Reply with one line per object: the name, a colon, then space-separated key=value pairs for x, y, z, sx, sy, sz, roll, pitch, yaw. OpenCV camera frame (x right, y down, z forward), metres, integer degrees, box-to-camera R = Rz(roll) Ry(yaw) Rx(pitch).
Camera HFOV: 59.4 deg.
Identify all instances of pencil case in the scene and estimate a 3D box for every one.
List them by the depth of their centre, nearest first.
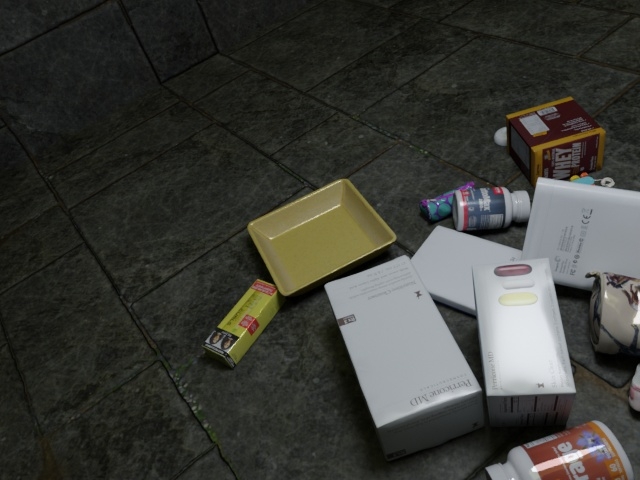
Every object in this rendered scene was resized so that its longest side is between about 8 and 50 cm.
pencil case: x=0.723 y=0.149 z=1.062 sx=0.410 sy=0.160 sz=0.183 roll=4 pitch=63 yaw=25
pencil case: x=0.352 y=-0.105 z=1.539 sx=0.152 sy=0.070 sz=0.064 roll=-23 pitch=42 yaw=-4

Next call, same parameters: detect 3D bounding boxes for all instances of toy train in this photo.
toy train: x=0.670 y=-0.101 z=1.435 sx=0.125 sy=0.046 sz=0.166 roll=28 pitch=63 yaw=38

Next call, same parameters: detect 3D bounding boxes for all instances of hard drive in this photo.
hard drive: x=0.615 y=0.007 z=1.167 sx=0.353 sy=0.233 sz=0.047 roll=12 pitch=32 yaw=20
hard drive: x=0.376 y=0.083 z=1.354 sx=0.319 sy=0.040 sz=0.210 roll=20 pitch=55 yaw=35

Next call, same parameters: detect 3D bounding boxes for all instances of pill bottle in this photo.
pill bottle: x=0.400 y=0.399 z=0.957 sx=0.216 sy=0.121 sz=0.121 roll=-20 pitch=42 yaw=0
pill bottle: x=0.439 y=-0.083 z=1.450 sx=0.180 sy=0.108 sz=0.108 roll=-4 pitch=44 yaw=5

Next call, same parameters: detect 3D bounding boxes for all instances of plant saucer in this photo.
plant saucer: x=0.000 y=0.000 z=1.556 sx=0.333 sy=0.081 sz=0.333 roll=-27 pitch=43 yaw=-6

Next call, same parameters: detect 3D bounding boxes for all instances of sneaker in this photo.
sneaker: x=0.619 y=0.278 z=1.061 sx=0.051 sy=0.070 sz=0.134 roll=13 pitch=22 yaw=42

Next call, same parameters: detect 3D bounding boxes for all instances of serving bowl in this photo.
serving bowl: x=0.572 y=-0.323 z=1.714 sx=0.083 sy=0.027 sz=0.083 roll=-10 pitch=44 yaw=10

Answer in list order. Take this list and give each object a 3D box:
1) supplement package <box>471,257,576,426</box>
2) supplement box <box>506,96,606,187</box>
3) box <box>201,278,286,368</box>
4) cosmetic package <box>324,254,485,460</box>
supplement package: x=0.380 y=0.199 z=1.076 sx=0.145 sy=0.204 sz=0.261 roll=-7 pitch=56 yaw=15
supplement box: x=0.646 y=-0.274 z=1.558 sx=0.191 sy=0.129 sz=0.194 roll=-16 pitch=42 yaw=4
box: x=-0.190 y=0.208 z=1.426 sx=0.087 sy=0.058 sz=0.232 roll=17 pitch=53 yaw=35
cosmetic package: x=0.166 y=0.235 z=1.191 sx=0.217 sy=0.156 sz=0.385 roll=-21 pitch=41 yaw=-3
